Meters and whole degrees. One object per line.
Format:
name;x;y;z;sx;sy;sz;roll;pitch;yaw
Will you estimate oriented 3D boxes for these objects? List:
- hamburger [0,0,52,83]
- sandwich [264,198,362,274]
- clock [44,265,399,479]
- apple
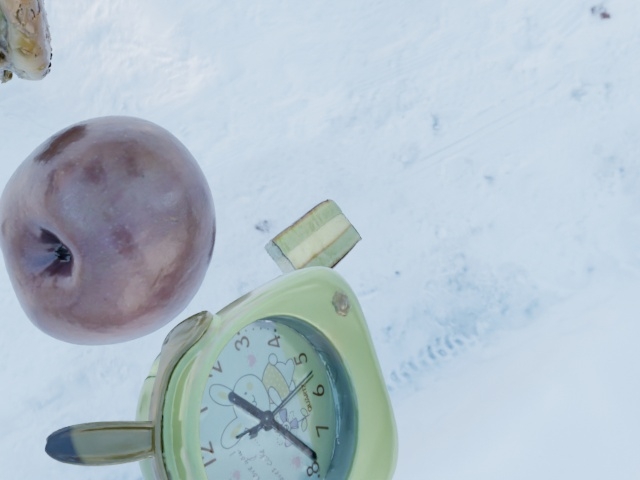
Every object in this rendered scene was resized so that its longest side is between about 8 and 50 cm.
hamburger;-0.504;-0.336;0.967;0.212;0.245;0.260;-8;140;-15
sandwich;0.000;0.000;1.262;0.187;0.144;0.117;-38;93;-17
clock;-0.050;0.119;0.437;0.232;0.069;0.169;-18;93;-46
apple;-0.286;-0.014;0.903;0.306;0.235;0.305;8;107;26
